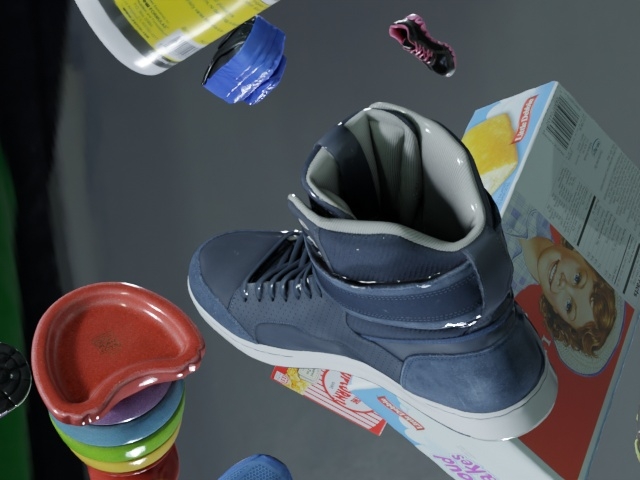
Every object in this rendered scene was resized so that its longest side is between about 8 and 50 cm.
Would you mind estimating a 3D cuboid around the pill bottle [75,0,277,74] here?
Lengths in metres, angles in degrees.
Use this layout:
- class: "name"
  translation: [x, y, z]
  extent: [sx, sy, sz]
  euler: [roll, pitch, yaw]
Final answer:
- class: "pill bottle"
  translation: [-0.104, -0.340, 1.441]
  extent: [0.188, 0.334, 0.188]
  euler: [54, -163, -24]

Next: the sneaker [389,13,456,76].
- class: "sneaker"
  translation: [0.141, -0.271, 1.846]
  extent: [0.119, 0.057, 0.047]
  euler: [48, 131, 26]

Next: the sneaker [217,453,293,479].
- class: "sneaker"
  translation: [-0.098, 0.315, 1.216]
  extent: [0.330, 0.129, 0.147]
  euler: [-58, -9, -49]

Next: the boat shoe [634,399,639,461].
- class: "boat shoe"
  translation: [0.408, 0.197, 1.526]
  extent: [0.228, 0.081, 0.069]
  euler: [-42, -37, -61]

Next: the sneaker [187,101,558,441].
- class: "sneaker"
  translation: [0.002, -0.001, 0.642]
  extent: [0.086, 0.226, 0.163]
  euler: [-53, -41, -26]

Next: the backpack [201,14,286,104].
- class: "backpack"
  translation: [-0.099, -0.265, 1.898]
  extent: [0.120, 0.101, 0.098]
  euler: [-41, 29, 47]

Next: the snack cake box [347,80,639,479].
- class: "snack cake box"
  translation: [0.144, 0.037, 0.931]
  extent: [0.152, 0.089, 0.264]
  euler: [43, -125, -24]

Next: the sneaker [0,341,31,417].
- class: "sneaker"
  translation: [-0.468, 0.206, 1.474]
  extent: [0.107, 0.283, 0.124]
  euler: [70, 157, 12]

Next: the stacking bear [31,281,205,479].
- class: "stacking bear"
  translation: [-0.222, 0.197, 1.473]
  extent: [0.164, 0.175, 0.289]
  euler: [49, 155, 35]

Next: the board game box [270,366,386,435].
- class: "board game box"
  translation: [0.033, 0.198, 1.986]
  extent: [0.045, 0.193, 0.147]
  euler: [-58, -8, -43]
